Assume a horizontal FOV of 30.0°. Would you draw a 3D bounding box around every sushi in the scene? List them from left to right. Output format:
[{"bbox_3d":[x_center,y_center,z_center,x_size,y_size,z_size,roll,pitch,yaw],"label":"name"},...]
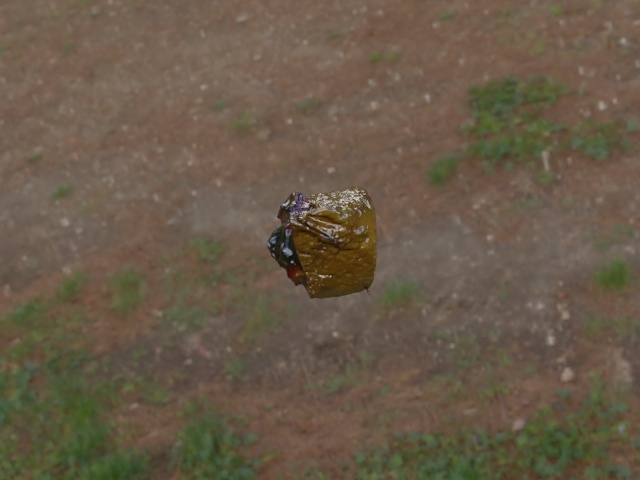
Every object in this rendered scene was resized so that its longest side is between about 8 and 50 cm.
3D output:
[{"bbox_3d":[0.000,0.000,0.515,0.047,0.050,0.099,1,-7,-4],"label":"sushi"}]
